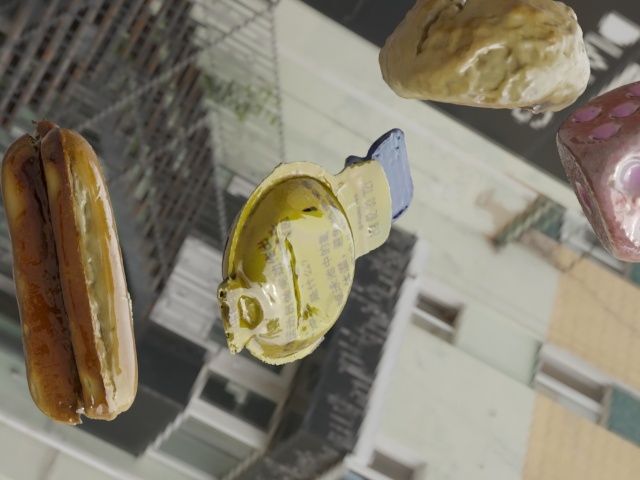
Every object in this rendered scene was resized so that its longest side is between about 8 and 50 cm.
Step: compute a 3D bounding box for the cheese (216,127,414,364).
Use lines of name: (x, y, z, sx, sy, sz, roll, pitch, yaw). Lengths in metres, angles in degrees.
cheese: (0.000, 0.000, 1.018, 0.064, 0.157, 0.250, 12, -145, 35)

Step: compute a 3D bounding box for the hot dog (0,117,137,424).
hot dog: (-0.266, 0.029, 1.464, 0.135, 0.100, 0.338, -12, -94, 37)

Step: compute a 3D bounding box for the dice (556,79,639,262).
dice: (0.213, -0.047, 0.882, 0.091, 0.093, 0.094, -25, -157, 4)

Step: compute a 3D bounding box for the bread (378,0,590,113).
bread: (0.187, -0.212, 1.497, 0.244, 0.244, 0.134, -164, -102, -77)
